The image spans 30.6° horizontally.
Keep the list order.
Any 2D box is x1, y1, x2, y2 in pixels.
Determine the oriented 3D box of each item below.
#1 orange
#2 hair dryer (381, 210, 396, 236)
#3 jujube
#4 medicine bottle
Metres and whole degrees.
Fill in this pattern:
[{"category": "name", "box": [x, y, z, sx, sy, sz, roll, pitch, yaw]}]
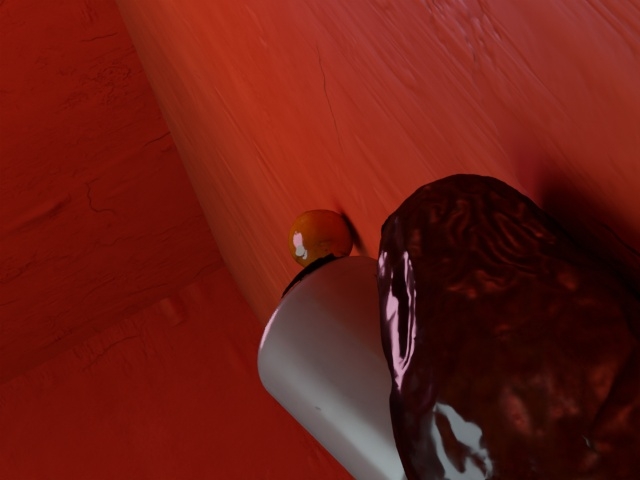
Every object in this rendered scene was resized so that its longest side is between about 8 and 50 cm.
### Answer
[{"category": "orange", "box": [0.001, 0.000, 1.451, 0.084, 0.083, 0.083, 59, 171, 15]}, {"category": "hair dryer", "box": [0.144, 0.068, 0.926, 0.248, 0.070, 0.114, 40, 158, 45]}, {"category": "jujube", "box": [0.115, 0.074, 0.709, 0.190, 0.190, 0.255, 71, 174, -48]}, {"category": "medicine bottle", "box": [0.079, 0.132, 0.876, 0.258, 0.143, 0.143, 39, 159, 37]}]
